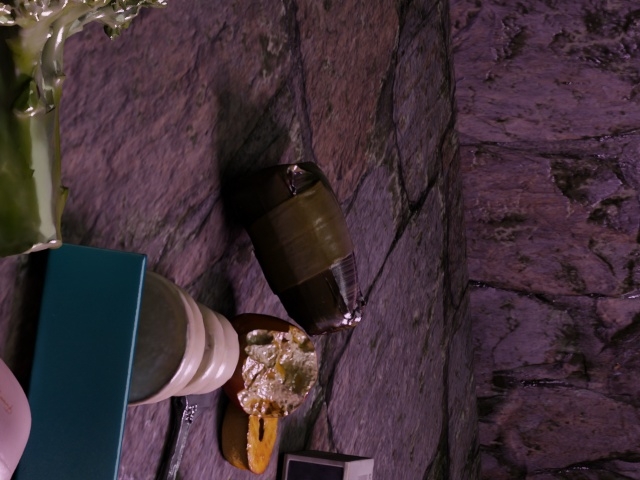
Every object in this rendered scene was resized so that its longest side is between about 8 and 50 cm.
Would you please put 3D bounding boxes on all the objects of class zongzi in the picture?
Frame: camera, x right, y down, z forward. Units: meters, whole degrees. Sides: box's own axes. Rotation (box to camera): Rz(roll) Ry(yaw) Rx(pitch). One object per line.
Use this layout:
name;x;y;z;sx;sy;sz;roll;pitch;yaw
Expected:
zongzi;0.000;0.000;1.763;0.289;0.154;0.317;67;22;-2

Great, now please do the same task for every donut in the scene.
donut;-0.118;0.313;1.746;0.152;0.058;0.151;3;90;-71

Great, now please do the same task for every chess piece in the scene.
chess piece;-0.200;0.137;1.394;0.300;0.167;0.167;36;59;-74

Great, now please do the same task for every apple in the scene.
apple;-0.096;0.190;1.654;0.158;0.147;0.156;40;86;-23

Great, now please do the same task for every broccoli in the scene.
broccoli;-0.304;-0.194;1.011;0.353;0.275;0.397;35;80;-47

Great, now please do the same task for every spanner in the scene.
spanner;-0.218;0.332;1.528;0.093;0.026;0.325;61;39;-57

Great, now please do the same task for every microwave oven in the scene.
microwave oven;0.005;0.529;1.991;0.194;0.145;0.240;26;68;-71

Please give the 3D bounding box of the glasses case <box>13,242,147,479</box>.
glasses case;-0.280;0.158;1.211;0.070;0.117;0.300;157;-59;-71

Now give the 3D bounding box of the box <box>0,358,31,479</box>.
box;-0.359;0.171;1.019;0.200;0.088;0.146;69;29;-46
